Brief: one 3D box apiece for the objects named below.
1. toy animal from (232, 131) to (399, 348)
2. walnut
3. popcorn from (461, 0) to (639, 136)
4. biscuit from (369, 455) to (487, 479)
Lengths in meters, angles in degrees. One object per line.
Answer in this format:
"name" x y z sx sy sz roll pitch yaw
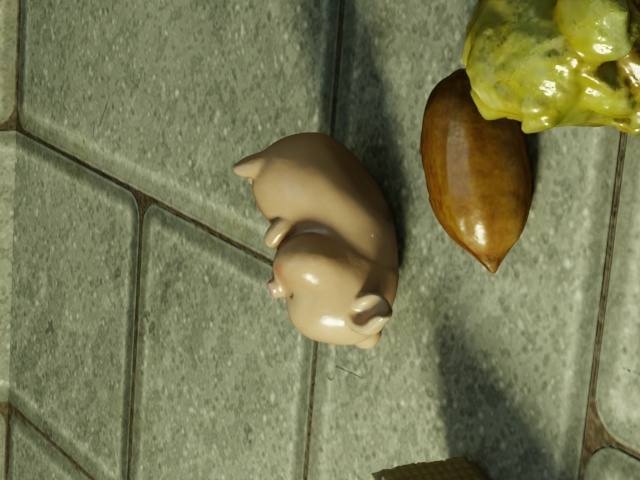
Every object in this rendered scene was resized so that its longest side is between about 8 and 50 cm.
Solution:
"toy animal" 0.008 -0.001 1.860 0.154 0.166 0.250 -19 81 14
"walnut" 0.157 -0.069 1.656 0.116 0.116 0.207 -8 94 59
"popcorn" 0.234 -0.184 1.397 0.266 0.233 0.192 112 154 -79
"biscuit" 0.189 0.383 1.622 0.426 0.144 0.078 52 134 41
